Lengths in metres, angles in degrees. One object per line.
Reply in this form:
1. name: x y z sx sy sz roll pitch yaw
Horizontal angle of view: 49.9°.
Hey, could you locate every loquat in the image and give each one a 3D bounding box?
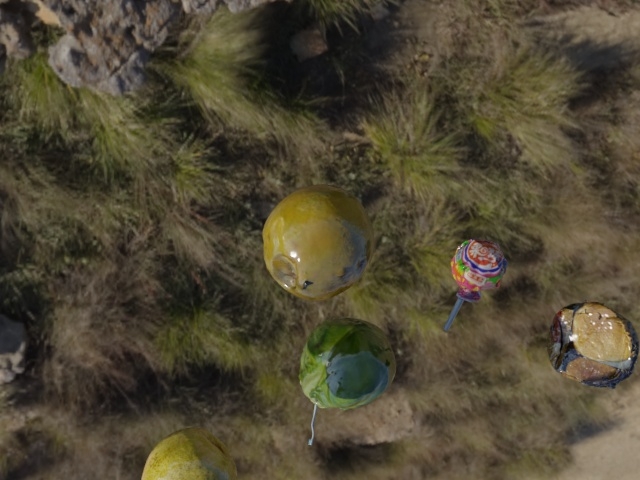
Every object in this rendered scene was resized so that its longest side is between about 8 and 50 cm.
1. loquat: 0.000 0.000 1.421 0.244 0.244 0.244 -8 134 -9

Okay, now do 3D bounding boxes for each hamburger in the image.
1. hamburger: 0.699 0.266 1.767 0.231 0.231 0.107 -41 153 22

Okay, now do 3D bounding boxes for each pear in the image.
1. pear: -0.244 0.437 1.265 0.178 0.178 0.178 -8 134 -9

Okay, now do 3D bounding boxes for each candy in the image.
1. candy: 0.337 0.123 1.610 0.124 0.124 0.365 -7 146 -10

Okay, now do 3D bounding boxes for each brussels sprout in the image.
1. brussels sprout: 0.053 0.300 1.645 0.210 0.219 0.271 2 143 -44

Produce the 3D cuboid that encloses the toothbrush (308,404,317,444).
1. toothbrush: -0.021 0.566 2.128 0.013 0.131 0.011 -5 154 30
